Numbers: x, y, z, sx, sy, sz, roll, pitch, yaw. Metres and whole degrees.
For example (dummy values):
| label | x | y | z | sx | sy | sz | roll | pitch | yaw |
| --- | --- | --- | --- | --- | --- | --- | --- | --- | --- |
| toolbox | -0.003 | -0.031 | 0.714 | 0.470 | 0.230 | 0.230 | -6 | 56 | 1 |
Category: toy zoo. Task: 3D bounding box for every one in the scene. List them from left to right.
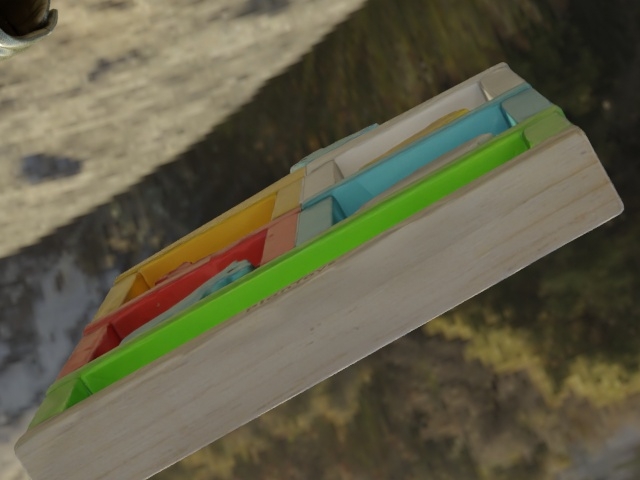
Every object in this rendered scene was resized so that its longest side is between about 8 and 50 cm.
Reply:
| label | x | y | z | sx | sy | sz | roll | pitch | yaw |
| --- | --- | --- | --- | --- | --- | --- | --- | --- | --- |
| toy zoo | 0.000 | 0.000 | 0.638 | 0.192 | 0.030 | 0.293 | -29 | -171 | 5 |

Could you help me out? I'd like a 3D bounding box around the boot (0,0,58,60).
| label | x | y | z | sx | sy | sz | roll | pitch | yaw |
| --- | --- | --- | --- | --- | --- | --- | --- | --- | --- |
| boot | -0.247 | -0.140 | 1.137 | 0.165 | 0.213 | 0.077 | -27 | 108 | 16 |
